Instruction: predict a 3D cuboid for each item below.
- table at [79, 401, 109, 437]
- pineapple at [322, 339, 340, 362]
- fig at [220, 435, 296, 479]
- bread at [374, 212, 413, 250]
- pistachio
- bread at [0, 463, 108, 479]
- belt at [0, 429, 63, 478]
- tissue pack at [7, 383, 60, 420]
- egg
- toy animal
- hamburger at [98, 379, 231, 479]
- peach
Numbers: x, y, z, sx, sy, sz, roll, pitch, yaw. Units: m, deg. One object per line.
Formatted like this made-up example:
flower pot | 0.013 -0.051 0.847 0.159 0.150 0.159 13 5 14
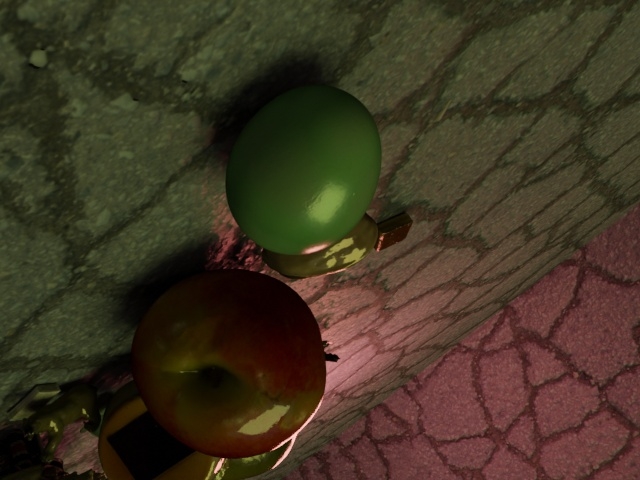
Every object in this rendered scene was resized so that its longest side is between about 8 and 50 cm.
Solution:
table | -0.451 0.485 1.713 0.167 0.198 0.166 -37 168 -9
pineapple | -0.086 0.360 2.075 0.278 0.119 0.130 -24 163 -23
fig | -0.210 0.420 1.780 0.344 0.343 0.343 -28 157 -13
bread | 0.173 -0.020 1.743 0.090 0.035 0.094 -25 157 -18
pistachio | 0.000 0.000 1.406 0.230 0.157 0.157 -23 159 8
bread | -0.604 0.631 1.613 0.314 0.191 0.370 -2 143 -43
belt | -0.686 0.542 1.693 0.126 0.094 0.359 -21 154 -17
tissue pack | -0.591 0.334 1.475 0.108 0.023 0.056 -42 157 20
egg | -0.024 -0.102 1.063 0.220 0.220 0.269 -3 139 -51
toy animal | -0.541 0.365 1.487 0.219 0.103 0.100 -30 142 -55
hamburger | -0.338 0.433 1.562 0.300 0.300 0.176 -35 -178 6
peach | -0.164 0.230 1.397 0.389 0.388 0.388 -28 157 -13
